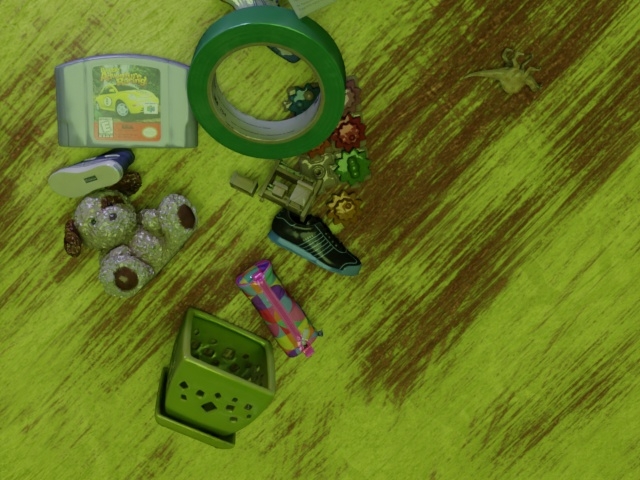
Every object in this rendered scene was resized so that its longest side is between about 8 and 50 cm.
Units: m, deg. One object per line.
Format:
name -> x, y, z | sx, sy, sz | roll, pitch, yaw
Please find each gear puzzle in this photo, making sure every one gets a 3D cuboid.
gear puzzle -> 0.025, -0.185, 1.976 | 0.175, 0.044, 0.339 | -11, 109, -4

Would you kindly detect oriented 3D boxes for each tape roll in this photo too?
tape roll -> -0.108, -0.315, 1.819 | 0.321, 0.077, 0.321 | 2, 133, 2

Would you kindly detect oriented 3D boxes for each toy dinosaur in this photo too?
toy dinosaur -> 0.418, -0.371, 1.965 | 0.183, 0.053, 0.093 | 10, 108, -11

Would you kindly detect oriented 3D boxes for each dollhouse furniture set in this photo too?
dollhouse furniture set -> -0.094, -0.138, 1.903 | 0.181, 0.161, 0.101 | 26, 79, 3

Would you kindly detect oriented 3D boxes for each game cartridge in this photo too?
game cartridge -> -0.406, -0.293, 1.881 | 0.294, 0.060, 0.196 | -1, 104, -8

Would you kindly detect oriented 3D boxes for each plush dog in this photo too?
plush dog -> -0.423, -0.017, 1.924 | 0.225, 0.210, 0.262 | 42, 70, -4

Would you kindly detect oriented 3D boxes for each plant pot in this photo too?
plant pot -> -0.247, 0.322, 2.018 | 0.228, 0.227, 0.207 | 25, 110, -15

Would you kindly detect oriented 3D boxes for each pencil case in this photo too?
pencil case -> -0.094, 0.159, 2.045 | 0.104, 0.104, 0.236 | -34, 108, 4

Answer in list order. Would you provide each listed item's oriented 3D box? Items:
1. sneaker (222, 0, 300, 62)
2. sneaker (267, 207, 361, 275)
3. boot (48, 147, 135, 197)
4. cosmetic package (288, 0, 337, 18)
sneaker -> -0.122, -0.496, 1.822 | 0.131, 0.112, 0.296 | -45, 111, 3
sneaker -> 0.000, 0.000, 2.014 | 0.232, 0.081, 0.090 | 24, 110, -13
boot -> -0.487, -0.146, 1.914 | 0.190, 0.086, 0.069 | -7, 120, 24
cosmetic package -> -0.029, -0.637, 1.646 | 0.217, 0.156, 0.385 | -15, 118, 31
